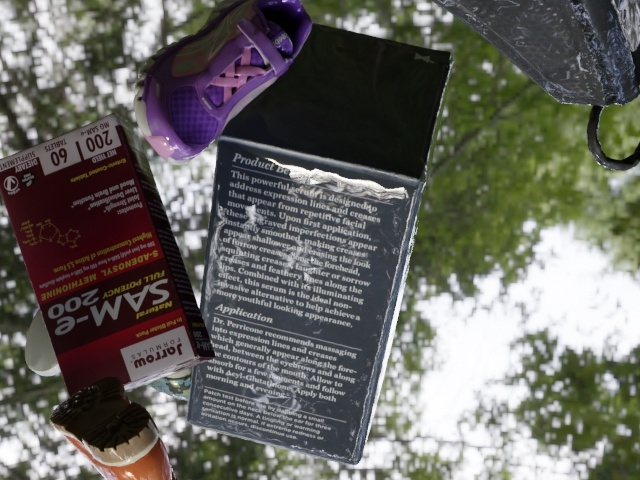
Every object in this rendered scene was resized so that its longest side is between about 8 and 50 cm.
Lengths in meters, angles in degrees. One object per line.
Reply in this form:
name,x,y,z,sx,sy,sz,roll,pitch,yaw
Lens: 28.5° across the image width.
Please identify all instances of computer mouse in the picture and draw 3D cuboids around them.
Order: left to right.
computer mouse,0.085,-0.135,0.475,0.072,0.272,0.189,-25,-127,38

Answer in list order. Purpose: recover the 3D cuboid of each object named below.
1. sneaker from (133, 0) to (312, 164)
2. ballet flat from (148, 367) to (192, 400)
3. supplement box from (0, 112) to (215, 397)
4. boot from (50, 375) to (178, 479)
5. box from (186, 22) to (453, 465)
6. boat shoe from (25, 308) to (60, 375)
sneaker,-0.082,-0.163,1.169,0.104,0.095,0.236,-11,-148,38
ballet flat,-0.213,0.147,1.602,0.188,0.070,0.070,20,-145,16
supplement box,-0.201,0.019,1.168,0.130,0.239,0.073,-21,173,5
boot,-0.147,0.154,0.920,0.059,0.085,0.158,-33,-157,-16
box,0.000,0.000,1.432,0.212,0.396,0.293,14,-146,5
boat shoe,-0.263,0.069,1.469,0.077,0.070,0.219,15,-115,30
